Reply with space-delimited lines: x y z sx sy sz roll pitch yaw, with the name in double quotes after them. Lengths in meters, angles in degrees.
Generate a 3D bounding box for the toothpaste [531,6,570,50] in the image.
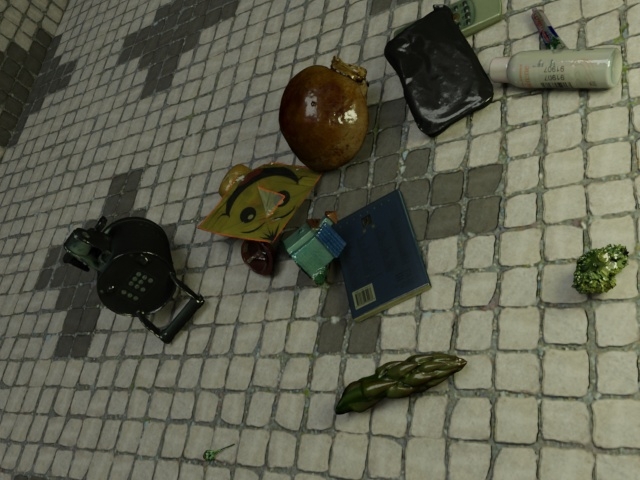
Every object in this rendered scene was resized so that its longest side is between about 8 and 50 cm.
0.509 -0.465 1.416 0.045 0.028 0.170 -35 51 31 "toothpaste"

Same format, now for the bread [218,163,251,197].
-0.247 -0.166 1.795 0.082 0.056 0.115 28 83 43 "bread"

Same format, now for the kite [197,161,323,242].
-0.154 -0.096 1.648 0.377 0.013 0.328 -26 42 4 "kite"

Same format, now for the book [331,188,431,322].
0.129 0.030 1.416 0.190 0.025 0.269 -28 51 21 "book"

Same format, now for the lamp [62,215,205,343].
-0.500 0.070 1.740 0.205 0.374 0.272 -49 14 12 "lamp"

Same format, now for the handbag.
0.275 -0.408 1.507 0.191 0.075 0.332 -30 59 22 "handbag"

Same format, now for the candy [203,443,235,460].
-0.229 0.478 1.432 0.083 0.023 0.025 -24 44 12 "candy"

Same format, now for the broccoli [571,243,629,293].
0.485 0.047 1.090 0.096 0.092 0.095 4 65 7 "broccoli"

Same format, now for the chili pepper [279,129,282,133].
-0.029 -0.363 1.745 0.216 0.062 0.108 -38 54 13 "chili pepper"

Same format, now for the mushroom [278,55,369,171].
0.011 -0.332 1.601 0.263 0.195 0.283 21 78 44 "mushroom"

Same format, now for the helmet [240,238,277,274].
-0.143 0.036 1.598 0.111 0.057 0.089 29 118 30 "helmet"

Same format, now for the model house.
0.000 0.000 1.460 0.149 0.119 0.148 -45 17 7 "model house"

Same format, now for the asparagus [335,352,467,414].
0.148 0.270 1.227 0.287 0.080 0.080 -22 53 25 "asparagus"

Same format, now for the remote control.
0.318 -0.544 1.598 0.285 0.038 0.123 -18 54 28 "remote control"

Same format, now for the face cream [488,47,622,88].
0.486 -0.362 1.335 0.269 0.082 0.082 11 72 41 "face cream"
